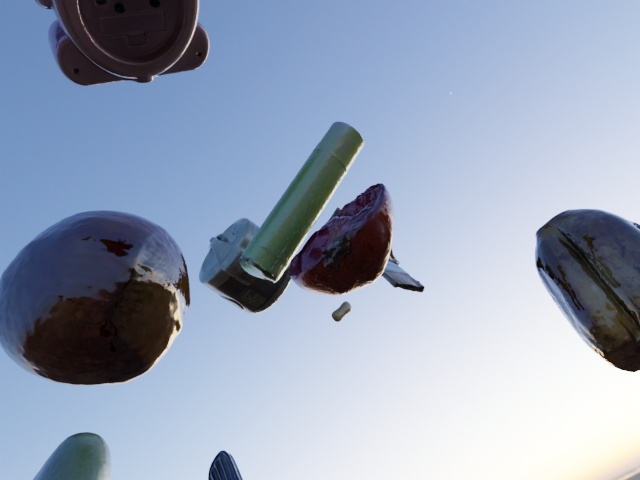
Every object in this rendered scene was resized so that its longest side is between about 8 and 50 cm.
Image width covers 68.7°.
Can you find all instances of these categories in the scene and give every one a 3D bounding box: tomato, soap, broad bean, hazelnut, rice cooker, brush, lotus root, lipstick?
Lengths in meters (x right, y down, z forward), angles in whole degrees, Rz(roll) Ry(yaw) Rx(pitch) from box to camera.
[{"bbox_3d":[0.047,0.013,0.681,0.189,0.173,0.099,-40,-78,14],"label":"tomato"},{"bbox_3d":[0.062,0.206,1.359,0.089,0.034,0.012,-37,-7,-47],"label":"soap"},{"bbox_3d":[-0.289,0.317,0.481,0.100,0.228,0.169,41,-36,-21],"label":"broad bean"},{"bbox_3d":[-0.501,0.119,1.054,0.420,0.421,0.353,-10,-23,-22],"label":"hazelnut"},{"bbox_3d":[-0.257,0.087,1.609,0.277,0.288,0.288,38,-68,-26],"label":"rice cooker"},{"bbox_3d":[0.107,0.031,1.023,0.085,0.336,0.020,11,-74,-25],"label":"brush"},{"bbox_3d":[0.468,0.057,0.764,0.193,0.291,0.193,-7,-47,-8],"label":"lotus root"},{"bbox_3d":[-0.027,-0.066,0.791,0.304,0.076,0.076,-57,-31,-19],"label":"lipstick"}]

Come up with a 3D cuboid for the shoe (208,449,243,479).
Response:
[{"bbox_3d":[-0.100,0.278,0.477,0.053,0.159,0.062,30,-86,-32],"label":"shoe"}]

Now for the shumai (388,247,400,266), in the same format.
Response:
[{"bbox_3d":[0.145,0.089,1.720,0.314,0.262,0.267,-46,-63,-21],"label":"shumai"}]

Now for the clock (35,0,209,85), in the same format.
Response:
[{"bbox_3d":[-0.349,-0.449,0.836,0.295,0.113,0.322,-20,-37,-26],"label":"clock"}]

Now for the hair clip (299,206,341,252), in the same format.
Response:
[{"bbox_3d":[0.002,0.003,1.282,0.062,0.056,0.214,29,-73,-33],"label":"hair clip"}]
